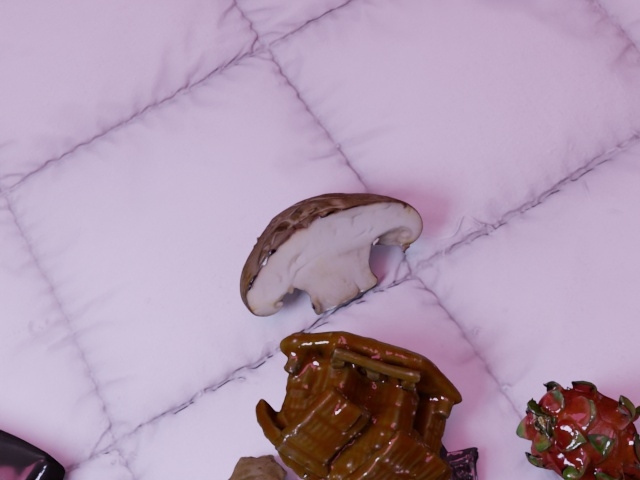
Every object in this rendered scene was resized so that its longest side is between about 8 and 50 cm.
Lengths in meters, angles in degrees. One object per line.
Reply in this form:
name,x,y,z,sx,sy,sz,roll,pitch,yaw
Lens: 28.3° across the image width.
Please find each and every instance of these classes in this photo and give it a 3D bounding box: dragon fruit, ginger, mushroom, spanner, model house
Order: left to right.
ginger,-0.076,0.361,1.705,0.096,0.067,0.165,-18,57,-24
mushroom,0.000,0.000,1.871,0.286,0.156,0.151,-26,31,-4
model house,0.045,0.257,1.661,0.220,0.199,0.229,-14,49,33
spanner,0.226,0.376,1.661,0.093,0.026,0.325,-34,61,-7
dragon fruit,0.370,0.262,1.638,0.236,0.135,0.137,19,92,0

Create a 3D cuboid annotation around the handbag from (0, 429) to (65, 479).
handbag,-0.529,0.371,1.770,0.285,0.113,0.257,19,72,13
